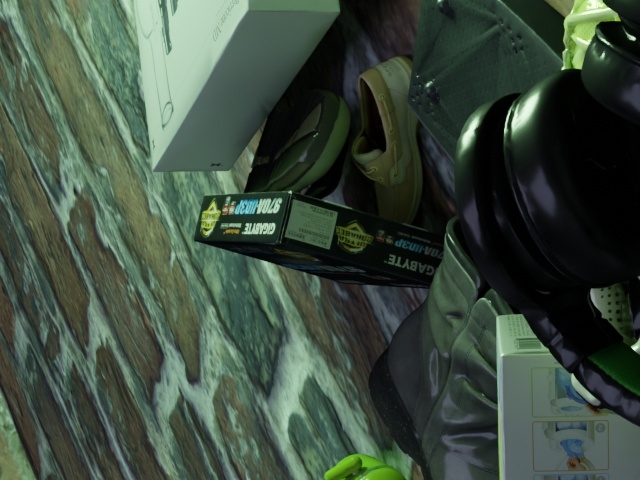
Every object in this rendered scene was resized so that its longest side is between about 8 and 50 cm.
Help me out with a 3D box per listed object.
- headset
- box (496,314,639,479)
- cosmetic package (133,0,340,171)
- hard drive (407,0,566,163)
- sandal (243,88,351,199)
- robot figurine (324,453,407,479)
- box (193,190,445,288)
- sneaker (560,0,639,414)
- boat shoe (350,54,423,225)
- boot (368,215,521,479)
[{"bbox_3d":[0.189,-0.073,0.918,0.394,0.185,0.243,54,126,16],"label":"headset"},{"bbox_3d":[0.186,0.165,1.214,0.114,0.103,0.203,-67,-25,-77],"label":"box"},{"bbox_3d":[-0.098,-0.265,1.593,0.377,0.097,0.284,132,131,-63],"label":"cosmetic package"},{"bbox_3d":[0.156,-0.104,1.251,0.255,0.054,0.172,52,148,41],"label":"hard drive"},{"bbox_3d":[-0.013,-0.078,1.578,0.303,0.086,0.120,-171,99,-76],"label":"sandal"},{"bbox_3d":[0.052,0.262,1.690,0.101,0.067,0.115,53,164,-22],"label":"robot figurine"},{"bbox_3d":[0.000,0.000,1.511,0.220,0.175,0.051,1,76,65],"label":"box"},{"bbox_3d":[0.212,-0.067,1.039,0.145,0.147,0.385,-3,101,68],"label":"sneaker"},{"bbox_3d":[0.056,-0.086,1.478,0.063,0.059,0.170,40,139,52],"label":"boat shoe"},{"bbox_3d":[0.164,0.159,1.337,0.338,0.118,0.223,54,142,26],"label":"boot"}]
